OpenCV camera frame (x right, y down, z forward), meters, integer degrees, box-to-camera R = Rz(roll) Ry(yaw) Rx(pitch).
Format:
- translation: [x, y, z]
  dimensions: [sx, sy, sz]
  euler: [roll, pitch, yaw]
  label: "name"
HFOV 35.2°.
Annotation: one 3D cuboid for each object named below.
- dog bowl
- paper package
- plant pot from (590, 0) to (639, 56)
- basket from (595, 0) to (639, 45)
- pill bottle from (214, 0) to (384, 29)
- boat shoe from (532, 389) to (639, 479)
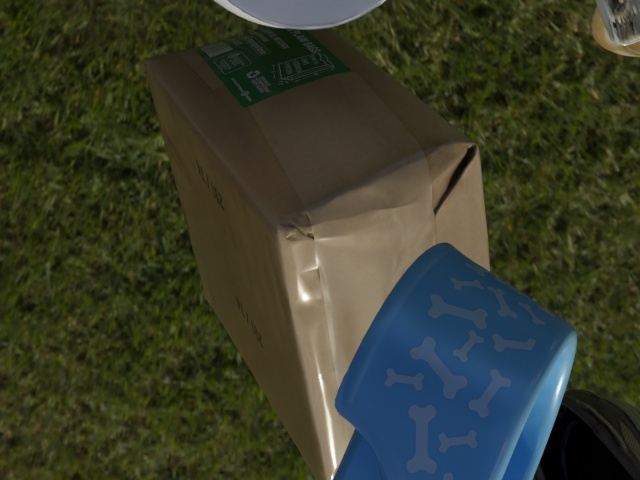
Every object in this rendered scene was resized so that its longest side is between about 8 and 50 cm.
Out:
- translation: [0.035, 0.150, 0.463]
  dimensions: [0.074, 0.166, 0.297]
  euler: [22, 81, 21]
  label: "dog bowl"
- translation: [0.000, 0.000, 0.871]
  dimensions: [0.168, 0.325, 0.309]
  euler: [-21, 127, -15]
  label: "paper package"
- translation: [0.443, -0.294, 1.217]
  dimensions: [0.236, 0.032, 0.236]
  euler: [-16, 155, -8]
  label: "plant pot"
- translation: [0.299, -0.230, 0.769]
  dimensions: [0.167, 0.103, 0.113]
  euler: [-22, 99, -3]
  label: "basket"
- translation: [-0.022, -0.227, 0.658]
  dimensions: [0.160, 0.283, 0.160]
  euler: [-2, 111, -6]
  label: "pill bottle"
- translation: [0.257, 0.272, 0.826]
  dimensions: [0.130, 0.355, 0.132]
  euler: [24, 118, -36]
  label: "boat shoe"
